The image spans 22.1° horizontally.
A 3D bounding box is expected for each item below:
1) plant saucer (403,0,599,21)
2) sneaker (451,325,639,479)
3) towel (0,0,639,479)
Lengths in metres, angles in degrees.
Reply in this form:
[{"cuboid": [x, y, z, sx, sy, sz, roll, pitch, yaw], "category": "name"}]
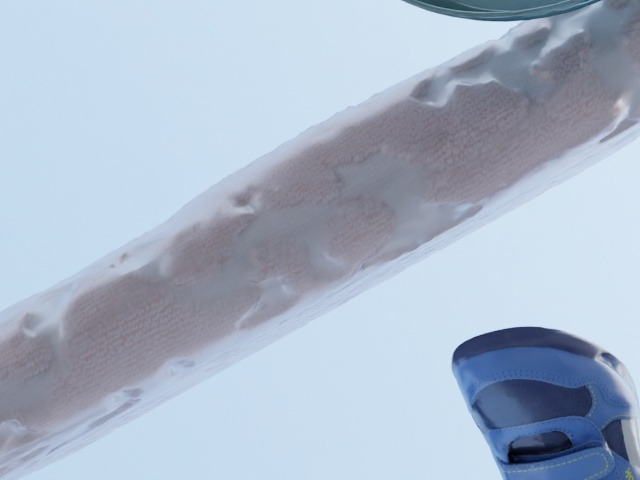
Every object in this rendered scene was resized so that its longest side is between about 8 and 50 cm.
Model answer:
[{"cuboid": [0.064, -0.106, 0.480, 0.119, 0.021, 0.119, -11, -126, 15], "category": "plant saucer"}, {"cuboid": [0.090, 0.084, 0.568, 0.144, 0.053, 0.059, 51, -143, -37], "category": "sneaker"}, {"cuboid": [0.000, 0.000, 0.640, 0.332, 0.317, 0.053, -30, -93, -2], "category": "towel"}]
